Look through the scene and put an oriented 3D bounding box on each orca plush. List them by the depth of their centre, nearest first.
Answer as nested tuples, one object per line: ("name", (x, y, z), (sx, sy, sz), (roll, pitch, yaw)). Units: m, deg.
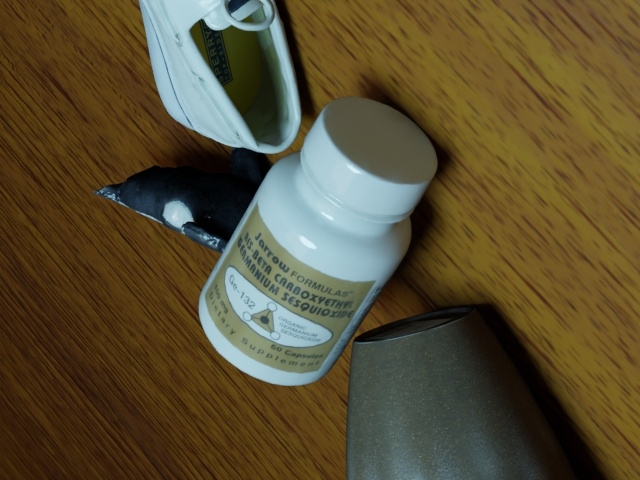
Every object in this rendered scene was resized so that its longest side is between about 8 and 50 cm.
("orca plush", (-0.079, -0.043, 1.678), (0.151, 0.102, 0.287), (20, -178, -38))

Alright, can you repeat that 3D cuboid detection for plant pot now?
("plant pot", (0.106, 0.179, 1.494), (0.215, 0.215, 0.230), (-9, 98, 60))

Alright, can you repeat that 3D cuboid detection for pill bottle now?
("pill bottle", (0.000, 0.000, 1.468), (0.131, 0.131, 0.229), (46, 129, 19))

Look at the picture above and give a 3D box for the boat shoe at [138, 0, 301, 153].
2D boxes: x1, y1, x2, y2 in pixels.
("boat shoe", (-0.085, -0.212, 1.423), (0.156, 0.136, 0.367), (29, 145, 40))
